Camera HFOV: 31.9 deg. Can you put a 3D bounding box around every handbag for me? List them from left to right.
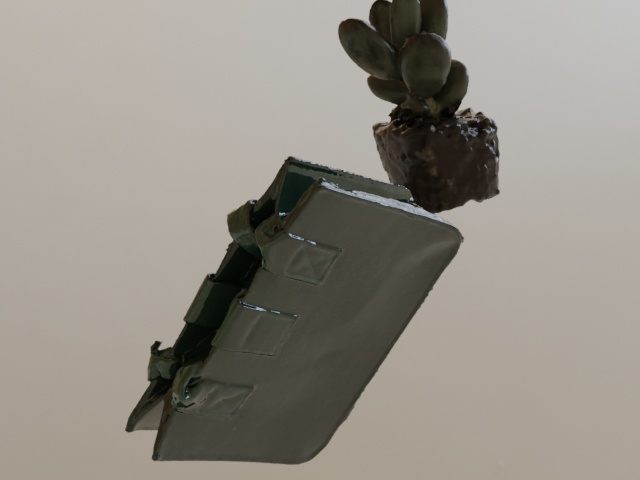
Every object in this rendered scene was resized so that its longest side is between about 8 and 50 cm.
[{"bbox_3d":[-0.028,0.079,1.105,0.238,0.089,0.326,14,116,-47],"label":"handbag"}]

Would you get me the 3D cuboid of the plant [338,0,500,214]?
[{"bbox_3d":[0.128,-0.171,1.381,0.146,0.274,0.149,-25,-168,-27],"label":"plant"}]
